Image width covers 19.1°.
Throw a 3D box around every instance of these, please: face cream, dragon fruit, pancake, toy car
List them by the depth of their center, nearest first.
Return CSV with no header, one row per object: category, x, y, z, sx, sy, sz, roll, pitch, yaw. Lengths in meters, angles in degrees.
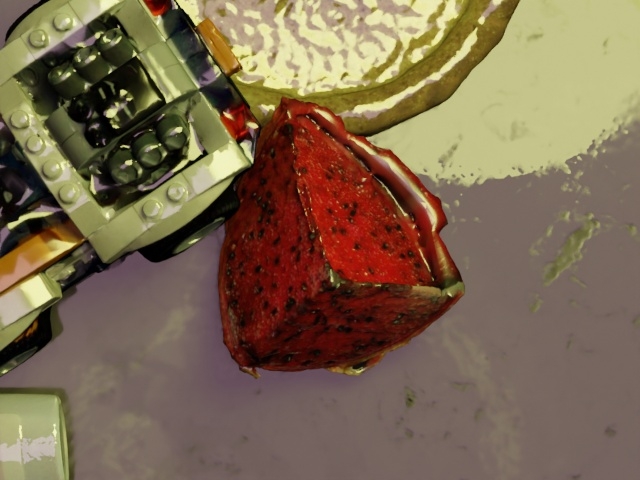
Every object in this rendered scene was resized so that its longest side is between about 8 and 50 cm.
toy car,-0.185,-0.045,1.219,0.301,0.118,0.193,-33,85,6
face cream,-0.267,0.143,1.251,0.198,0.057,0.084,-6,90,-4
dragon fruit,0.002,0.001,1.263,0.127,0.120,0.161,-34,61,36
pancake,0.002,-0.206,1.279,0.288,0.033,0.286,9,90,-3
